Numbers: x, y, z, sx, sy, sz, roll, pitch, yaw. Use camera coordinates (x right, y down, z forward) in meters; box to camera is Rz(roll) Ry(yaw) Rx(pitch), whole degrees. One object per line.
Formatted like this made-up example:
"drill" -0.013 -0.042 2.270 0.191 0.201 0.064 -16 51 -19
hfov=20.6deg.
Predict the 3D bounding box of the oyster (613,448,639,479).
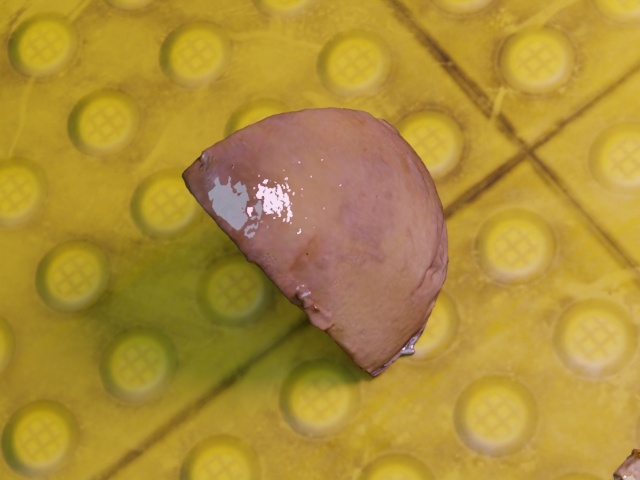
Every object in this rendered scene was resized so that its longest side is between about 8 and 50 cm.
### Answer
"oyster" 0.411 0.121 1.691 0.275 0.100 0.271 -11 49 19

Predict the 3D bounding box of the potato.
"potato" 0.026 -0.024 1.743 0.189 0.264 0.211 -41 62 4
